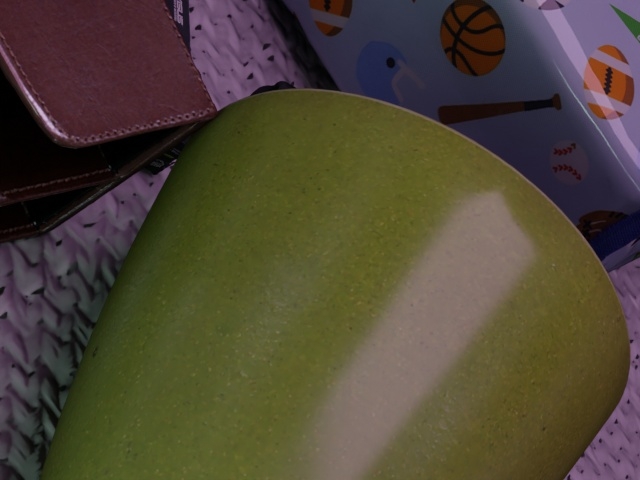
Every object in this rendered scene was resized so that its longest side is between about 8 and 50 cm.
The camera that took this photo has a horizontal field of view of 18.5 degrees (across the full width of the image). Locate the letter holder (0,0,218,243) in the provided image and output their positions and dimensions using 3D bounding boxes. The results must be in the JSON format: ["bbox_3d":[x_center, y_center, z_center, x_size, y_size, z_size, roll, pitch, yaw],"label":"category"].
[{"bbox_3d":[-0.228,-0.150,1.000,0.214,0.152,0.302,-17,79,-51],"label":"letter holder"}]

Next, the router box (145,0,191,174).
[{"bbox_3d":[-0.123,-0.112,1.188,0.092,0.038,0.122,25,48,-39],"label":"router box"}]

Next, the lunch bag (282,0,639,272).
[{"bbox_3d":[0.189,-0.146,1.421,0.385,0.239,0.328,-25,83,-47],"label":"lunch bag"}]

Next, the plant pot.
[{"bbox_3d":[-0.026,0.121,0.984,0.275,0.275,0.293,47,52,-17],"label":"plant pot"}]

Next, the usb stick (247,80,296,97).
[{"bbox_3d":[0.017,0.021,1.178,0.077,0.045,0.278,-57,135,-27],"label":"usb stick"}]
